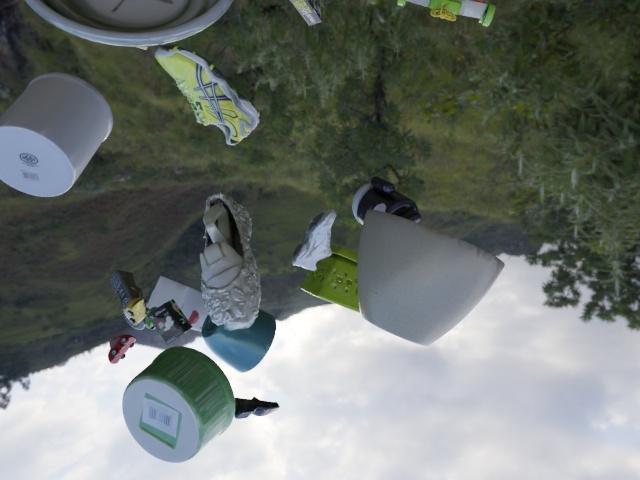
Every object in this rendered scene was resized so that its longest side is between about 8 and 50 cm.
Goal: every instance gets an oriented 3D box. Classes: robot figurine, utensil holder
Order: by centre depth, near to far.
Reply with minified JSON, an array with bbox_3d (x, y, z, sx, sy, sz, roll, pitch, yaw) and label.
[{"bbox_3d":[0.231,-0.098,1.591,0.174,0.209,0.278,13,-161,-38],"label":"robot figurine"},{"bbox_3d":[-1.019,-0.403,1.727,0.328,0.327,0.385,-2,-136,2],"label":"utensil holder"}]

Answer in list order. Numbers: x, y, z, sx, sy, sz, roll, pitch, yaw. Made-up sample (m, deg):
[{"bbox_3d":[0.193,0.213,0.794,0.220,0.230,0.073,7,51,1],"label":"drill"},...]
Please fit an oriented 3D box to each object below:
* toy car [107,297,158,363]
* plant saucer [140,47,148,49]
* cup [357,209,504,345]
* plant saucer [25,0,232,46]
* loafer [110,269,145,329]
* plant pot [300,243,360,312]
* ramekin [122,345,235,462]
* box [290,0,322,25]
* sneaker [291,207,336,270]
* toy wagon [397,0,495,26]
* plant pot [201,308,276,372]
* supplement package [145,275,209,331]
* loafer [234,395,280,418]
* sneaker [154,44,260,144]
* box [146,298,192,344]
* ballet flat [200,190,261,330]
[{"bbox_3d":[-0.568,0.258,1.450,0.053,0.239,0.225,31,-165,14],"label":"toy car"},{"bbox_3d":[-0.535,-0.631,1.218,0.045,0.188,0.188,14,-167,38],"label":"plant saucer"},{"bbox_3d":[0.216,0.100,1.050,0.331,0.237,0.331,23,179,0],"label":"cup"},{"bbox_3d":[-0.361,-0.502,0.882,0.400,0.400,0.100,-5,157,-14],"label":"plant saucer"},{"bbox_3d":[-0.703,0.215,1.719,0.094,0.251,0.087,-39,163,35],"label":"loafer"},{"bbox_3d":[0.086,0.139,1.728,0.228,0.207,0.227,24,174,-20],"label":"plant pot"},{"bbox_3d":[-0.411,0.471,1.295,0.303,0.303,0.148,2,-166,21],"label":"ramekin"},{"bbox_3d":[-0.066,-0.992,1.709,0.060,0.270,0.216,-5,172,22],"label":"box"},{"bbox_3d":[0.000,0.000,1.553,0.115,0.232,0.090,28,-167,-21],"label":"sneaker"},{"bbox_3d":[0.353,-0.670,1.282,0.267,0.068,0.344,16,-149,5],"label":"toy wagon"},{"bbox_3d":[-0.379,0.402,2.019,0.235,0.293,0.293,39,169,-29],"label":"plant pot"},{"bbox_3d":[-0.632,0.304,2.126,0.175,0.177,0.293,16,167,25],"label":"supplement package"},{"bbox_3d":[-0.203,0.524,1.454,0.170,0.062,0.061,17,-144,-44],"label":"loafer"},{"bbox_3d":[-0.366,-0.461,1.463,0.385,0.147,0.145,37,168,-31],"label":"sneaker"},{"bbox_3d":[-0.351,0.189,1.064,0.052,0.083,0.062,-34,-178,4],"label":"box"},{"bbox_3d":[-0.233,0.027,1.072,0.147,0.147,0.409,-5,-140,-11],"label":"ballet flat"}]
